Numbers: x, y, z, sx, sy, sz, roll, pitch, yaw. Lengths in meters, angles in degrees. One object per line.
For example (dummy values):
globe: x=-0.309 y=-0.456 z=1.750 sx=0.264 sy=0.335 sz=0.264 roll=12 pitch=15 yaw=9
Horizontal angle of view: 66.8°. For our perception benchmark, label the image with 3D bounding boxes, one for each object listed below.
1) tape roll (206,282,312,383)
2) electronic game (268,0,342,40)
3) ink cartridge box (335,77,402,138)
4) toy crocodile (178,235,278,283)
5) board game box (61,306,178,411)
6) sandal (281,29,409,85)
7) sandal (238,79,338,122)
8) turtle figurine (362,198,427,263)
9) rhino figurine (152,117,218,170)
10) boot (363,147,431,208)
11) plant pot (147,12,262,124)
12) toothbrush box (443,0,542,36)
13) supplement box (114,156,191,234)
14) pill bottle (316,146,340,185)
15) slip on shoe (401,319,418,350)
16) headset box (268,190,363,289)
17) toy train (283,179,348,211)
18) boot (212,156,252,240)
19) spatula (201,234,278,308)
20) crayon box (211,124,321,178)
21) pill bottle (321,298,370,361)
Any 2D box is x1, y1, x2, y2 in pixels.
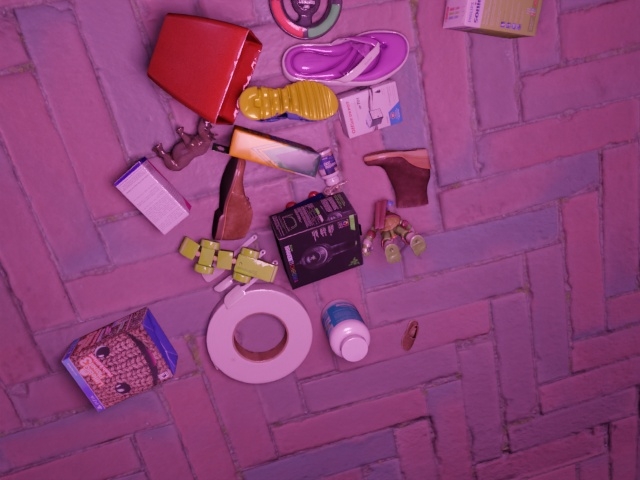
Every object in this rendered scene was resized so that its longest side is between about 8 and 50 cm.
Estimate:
tape roll: x=-0.225 y=0.347 z=1.795 sx=0.391 sy=0.072 sz=0.392 roll=-3 pitch=109 yaw=-9
electronic game: x=-0.045 y=-0.738 z=1.490 sx=0.229 sy=0.048 sz=0.229 roll=-3 pitch=108 yaw=-10
ink cartridge box: x=0.159 y=-0.436 z=1.600 sx=0.190 sy=0.082 sz=0.140 roll=-20 pitch=119 yaw=-5
toy crocodile: x=-0.312 y=0.066 z=1.643 sx=0.340 sy=0.105 sz=0.115 roll=14 pitch=93 yaw=-5
board game box: x=-0.688 y=0.412 z=1.694 sx=0.291 sy=0.141 sz=0.232 roll=-25 pitch=110 yaw=-2
sandal: x=0.087 y=-0.569 z=1.518 sx=0.416 sy=0.102 sz=0.169 roll=-13 pitch=89 yaw=-5
sandal: x=-0.101 y=-0.432 z=1.537 sx=0.317 sy=0.138 sz=0.126 roll=-1 pitch=94 yaw=-12
turtle figurine: x=0.252 y=0.016 z=1.676 sx=0.197 sy=0.266 sz=0.275 roll=13 pitch=108 yaw=-16
rhino figurine: x=-0.412 y=-0.308 z=1.530 sx=0.243 sy=0.073 sz=0.106 roll=-31 pitch=111 yaw=16
boot: x=0.271 y=-0.211 z=1.695 sx=0.248 sy=0.090 sz=0.207 roll=-5 pitch=107 yaw=-12
plant pot: x=-0.340 y=-0.510 z=1.414 sx=0.235 sy=0.267 sz=0.267 roll=23 pitch=102 yaw=-4
toothbrush box: x=0.550 y=-0.764 z=1.528 sx=0.283 sy=0.122 sz=0.206 roll=-3 pitch=108 yaw=-22
supplement box: x=-0.532 y=-0.144 z=1.559 sx=0.114 sy=0.111 sz=0.220 roll=-40 pitch=110 yaw=4
pill bottle: x=0.024 y=-0.250 z=1.650 sx=0.067 sy=0.067 sz=0.120 roll=-23 pitch=110 yaw=-2
slip on shoe: x=0.360 y=0.383 z=1.929 sx=0.051 sy=0.041 sz=0.135 roll=14 pitch=105 yaw=-14
headset box: x=0.000 y=0.000 z=1.613 sx=0.283 sy=0.131 sz=0.246 roll=-19 pitch=134 yaw=-9
toy train: x=0.009 y=-0.095 z=1.685 sx=0.248 sy=0.105 sz=0.143 roll=-25 pitch=121 yaw=-2
boot: x=-0.278 y=-0.140 z=1.620 sx=0.115 sy=0.112 sz=0.305 roll=6 pitch=115 yaw=-24
spatula: x=-0.282 y=0.100 z=1.698 sx=0.242 sy=0.019 sz=0.168 roll=-40 pitch=77 yaw=3
crayon box: x=-0.173 y=-0.289 z=1.528 sx=0.322 sy=0.203 sz=0.083 roll=13 pitch=105 yaw=-14
pill bottle: x=0.093 y=0.326 z=1.743 sx=0.146 sy=0.264 sz=0.146 roll=-3 pitch=108 yaw=-9
